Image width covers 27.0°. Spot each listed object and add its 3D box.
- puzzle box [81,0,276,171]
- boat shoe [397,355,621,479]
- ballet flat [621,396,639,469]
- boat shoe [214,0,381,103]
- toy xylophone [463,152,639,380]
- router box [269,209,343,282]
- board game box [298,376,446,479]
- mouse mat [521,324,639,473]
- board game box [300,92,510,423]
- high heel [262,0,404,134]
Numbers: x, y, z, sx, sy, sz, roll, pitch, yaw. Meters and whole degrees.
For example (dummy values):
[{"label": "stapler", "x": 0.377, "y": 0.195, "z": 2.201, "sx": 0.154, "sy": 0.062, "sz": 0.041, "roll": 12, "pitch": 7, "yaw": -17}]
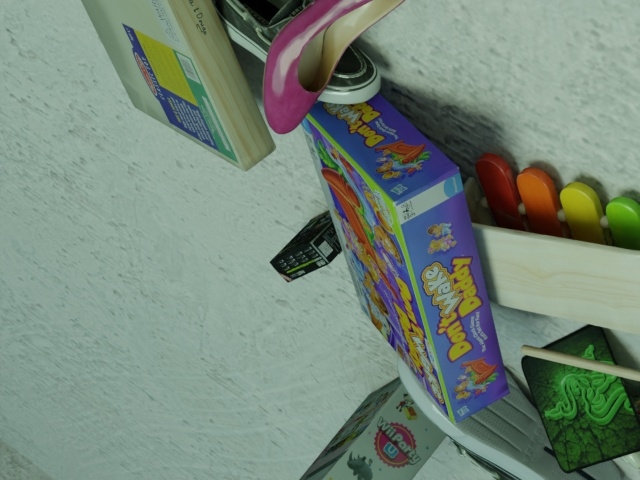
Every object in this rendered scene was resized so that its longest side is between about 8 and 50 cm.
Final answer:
[{"label": "puzzle box", "x": -0.208, "y": -0.285, "z": 1.521, "sx": 0.272, "sy": 0.052, "sz": 0.408, "roll": 31, "pitch": 153, "yaw": 46}, {"label": "boat shoe", "x": 0.222, "y": 0.252, "z": 1.705, "sx": 0.335, "sy": 0.121, "sz": 0.119, "roll": 40, "pitch": 147, "yaw": 0}, {"label": "ballet flat", "x": 0.386, "y": 0.222, "z": 1.511, "sx": 0.091, "sy": 0.077, "sz": 0.241, "roll": 46, "pitch": 152, "yaw": -6}, {"label": "boat shoe", "x": -0.030, "y": -0.221, "z": 1.423, "sx": 0.219, "sy": 0.078, "sz": 0.070, "roll": 32, "pitch": 151, "yaw": 21}, {"label": "toy xylophone", "x": 0.275, "y": 0.038, "z": 1.391, "sx": 0.323, "sy": 0.081, "sz": 0.236, "roll": 18, "pitch": 143, "yaw": 37}, {"label": "router box", "x": 0.000, "y": 0.000, "z": 1.669, "sx": 0.038, "sy": 0.092, "sz": 0.122, "roll": 48, "pitch": 151, "yaw": -9}, {"label": "board game box", "x": 0.051, "y": 0.316, "z": 1.812, "sx": 0.097, "sy": 0.303, "sz": 0.224, "roll": 43, "pitch": 152, "yaw": -1}, {"label": "mouse mat", "x": 0.304, "y": 0.188, "z": 1.563, "sx": 0.190, "sy": 0.007, "sz": 0.152, "roll": -42, "pitch": 65, "yaw": 61}, {"label": "board game box", "x": 0.093, "y": 0.008, "z": 1.487, "sx": 0.233, "sy": 0.078, "sz": 0.347, "roll": 50, "pitch": 164, "yaw": 47}, {"label": "high heel", "x": 0.025, "y": -0.194, "z": 1.314, "sx": 0.117, "sy": 0.082, "sz": 0.244, "roll": 36, "pitch": 115, "yaw": 27}]
